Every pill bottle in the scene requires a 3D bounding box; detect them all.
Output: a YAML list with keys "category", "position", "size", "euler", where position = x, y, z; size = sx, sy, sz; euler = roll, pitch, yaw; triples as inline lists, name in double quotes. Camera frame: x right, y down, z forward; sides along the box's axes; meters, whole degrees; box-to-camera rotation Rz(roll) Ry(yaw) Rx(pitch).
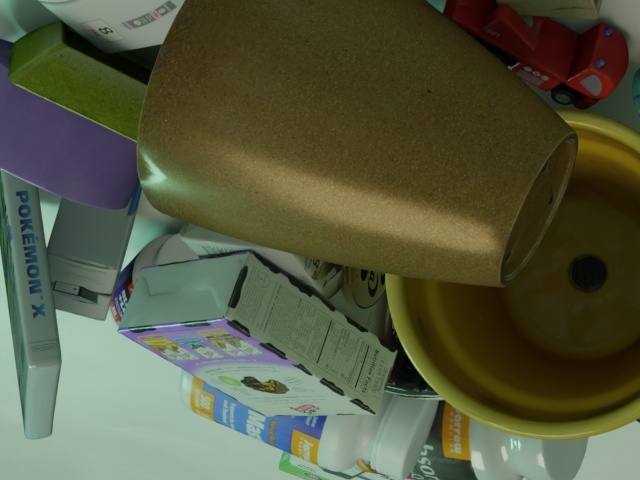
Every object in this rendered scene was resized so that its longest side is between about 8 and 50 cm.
- category: "pill bottle"
  position: [-0.178, 0.053, 1.744]
  size: [0.108, 0.108, 0.193]
  euler: [24, 157, -13]
- category: "pill bottle"
  position: [0.169, 0.214, 1.779]
  size: [0.278, 0.162, 0.162]
  euler: [2, 152, 34]
- category: "pill bottle"
  position: [-0.010, 0.172, 1.690]
  size: [0.272, 0.152, 0.152]
  euler: [21, 159, 15]

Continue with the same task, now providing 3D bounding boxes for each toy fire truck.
- category: "toy fire truck"
  position: [0.154, -0.169, 1.058]
  size: [0.192, 0.047, 0.135]
  euler: [26, 157, -16]

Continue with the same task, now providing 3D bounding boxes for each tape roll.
- category: "tape roll"
  position: [-0.243, -0.107, 1.344]
  size: [0.189, 0.080, 0.189]
  euler: [28, -170, -6]

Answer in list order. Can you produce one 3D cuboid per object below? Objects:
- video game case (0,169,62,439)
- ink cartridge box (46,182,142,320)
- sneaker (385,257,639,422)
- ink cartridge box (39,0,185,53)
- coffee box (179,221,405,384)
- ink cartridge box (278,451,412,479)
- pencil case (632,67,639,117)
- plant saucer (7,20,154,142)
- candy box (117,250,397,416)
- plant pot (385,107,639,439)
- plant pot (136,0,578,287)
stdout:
- category: "video game case"
  position: [-0.318, 0.034, 1.589]
  size: [0.036, 0.300, 0.329]
  euler: [-7, 162, -14]
- category: "ink cartridge box"
  position: [-0.248, -0.009, 1.611]
  size: [0.082, 0.139, 0.190]
  euler: [15, 159, -5]
- category: "sneaker"
  position: [0.236, 0.137, 1.540]
  size: [0.448, 0.169, 0.257]
  euler: [-4, 147, 38]
- category: "ink cartridge box"
  position: [-0.151, -0.229, 1.148]
  size: [0.232, 0.066, 0.189]
  euler: [1, 152, 45]
- category: "coffee box"
  position: [0.000, 0.000, 1.410]
  size: [0.119, 0.168, 0.297]
  euler: [7, 156, 26]
- category: "ink cartridge box"
  position: [0.081, 0.281, 2.060]
  size: [0.198, 0.114, 0.273]
  euler: [22, 157, -10]
- category: "pencil case"
  position: [0.291, -0.121, 1.043]
  size: [0.070, 0.064, 0.152]
  euler: [40, 153, -12]
- category: "plant saucer"
  position: [-0.178, -0.136, 1.305]
  size: [0.188, 0.045, 0.188]
  euler: [25, -169, -17]
- category: "candy box"
  position: [-0.057, 0.091, 1.352]
  size: [0.196, 0.070, 0.165]
  euler: [35, 153, -33]
- category: "plant pot"
  position: [0.205, 0.027, 1.219]
  size: [0.254, 0.254, 0.239]
  euler: [11, -178, 18]
- category: "plant pot"
  position: [0.043, -0.075, 1.044]
  size: [0.254, 0.237, 0.237]
  euler: [25, 161, 19]
